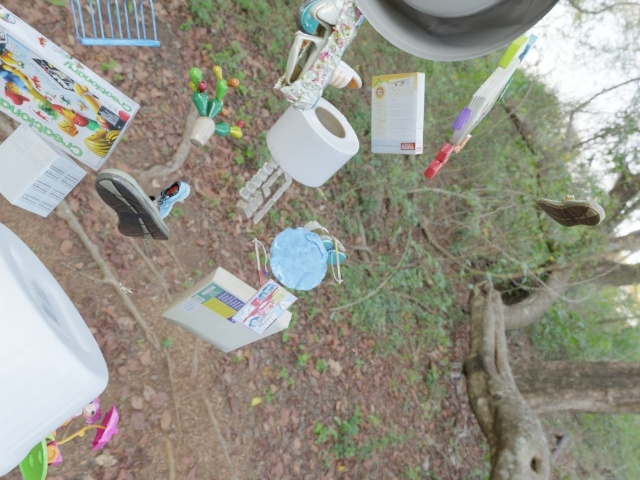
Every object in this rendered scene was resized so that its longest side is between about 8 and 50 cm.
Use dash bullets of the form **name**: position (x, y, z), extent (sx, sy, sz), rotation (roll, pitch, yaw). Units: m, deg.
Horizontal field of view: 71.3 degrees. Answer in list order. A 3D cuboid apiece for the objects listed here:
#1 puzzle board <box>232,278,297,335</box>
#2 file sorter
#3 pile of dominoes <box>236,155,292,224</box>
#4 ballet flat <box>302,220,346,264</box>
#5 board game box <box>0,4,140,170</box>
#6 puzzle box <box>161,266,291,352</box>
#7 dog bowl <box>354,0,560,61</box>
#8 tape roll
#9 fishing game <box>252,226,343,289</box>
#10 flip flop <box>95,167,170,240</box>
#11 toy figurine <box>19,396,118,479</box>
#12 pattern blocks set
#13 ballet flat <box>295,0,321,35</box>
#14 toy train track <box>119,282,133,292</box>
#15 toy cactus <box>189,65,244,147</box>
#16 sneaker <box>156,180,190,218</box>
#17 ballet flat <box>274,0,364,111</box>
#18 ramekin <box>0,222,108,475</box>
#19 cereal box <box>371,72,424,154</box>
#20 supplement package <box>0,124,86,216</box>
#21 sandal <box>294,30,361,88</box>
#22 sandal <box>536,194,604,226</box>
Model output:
- **puzzle board**: position (-0.127, 0.157, 1.032), extent (0.096, 0.128, 0.011), rotation (41, 6, -36)
- **file sorter**: position (-0.488, -0.521, 1.059), extent (0.170, 0.118, 0.105), rotation (-13, 120, -31)
- **pile of dominoes**: position (-0.200, -0.192, 1.560), extent (0.251, 0.040, 0.196), rotation (-53, 155, -25)
- **ballet flat**: position (0.000, 0.000, 1.528), extent (0.124, 0.116, 0.342), rotation (65, 15, 18)
- **board game box**: position (-0.552, -0.299, 0.910), extent (0.305, 0.193, 0.053), rotation (35, 39, -22)
- **puzzle box**: position (-0.309, 0.238, 1.424), extent (0.272, 0.408, 0.052), rotation (38, 49, -21)
- **dog bowl**: position (0.175, -0.405, 0.527), extent (0.102, 0.348, 0.349), rotation (-34, 104, -36)
- **tape roll**: position (-0.023, -0.313, 1.392), extent (0.246, 0.169, 0.246), rotation (30, 39, -27)
- **fishing game**: position (-0.065, 0.052, 1.281), extent (0.263, 0.041, 0.189), rotation (-3, 76, -27)
- **flip flop**: position (-0.388, -0.074, 0.947), extent (0.277, 0.112, 0.080), rotation (92, 3, -62)
- **toy figurine**: position (-0.471, 0.345, 0.849), extent (0.159, 0.130, 0.173), rotation (-2, 65, -52)
- **pattern blocks set**: position (0.334, -0.286, 0.918), extent (0.026, 0.285, 0.325), rotation (37, 51, 13)
- **ballet flat**: position (0.019, -0.419, 0.802), extent (0.203, 0.074, 0.074), rotation (-31, 102, -30)
- **toy train track**: position (-0.563, 0.142, 1.292), extent (0.048, 0.014, 0.083), rotation (39, -11, -7)
- **toy cactus**: position (-0.255, -0.303, 1.081), extent (0.219, 0.112, 0.181), rotation (70, 35, -61)
- **sneaker**: position (-0.475, -0.126, 1.351), extent (0.063, 0.162, 0.073), rotation (43, -6, 9)
- **ballet flat**: position (0.004, -0.318, 0.702), extent (0.077, 0.241, 0.091), rotation (15, 26, -34)
- **ramekin**: position (-0.371, 0.108, 0.513), extent (0.135, 0.277, 0.277), rotation (-33, 106, -21)
- **cereal box**: position (0.239, -0.394, 1.401), extent (0.047, 0.173, 0.240), rotation (-18, 114, -44)
- **supplement package**: position (-0.930, -0.226, 1.451), extent (0.194, 0.203, 0.149), rotation (39, -6, 15)
- **sandal**: position (0.011, -0.551, 1.427), extent (0.265, 0.102, 0.076), rotation (32, 82, -25)
- **sandal**: position (0.518, -0.067, 0.917), extent (0.072, 0.049, 0.180), rotation (46, -2, -7)
